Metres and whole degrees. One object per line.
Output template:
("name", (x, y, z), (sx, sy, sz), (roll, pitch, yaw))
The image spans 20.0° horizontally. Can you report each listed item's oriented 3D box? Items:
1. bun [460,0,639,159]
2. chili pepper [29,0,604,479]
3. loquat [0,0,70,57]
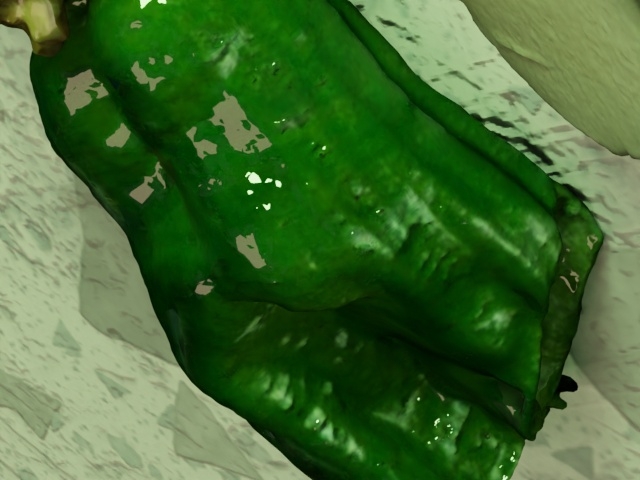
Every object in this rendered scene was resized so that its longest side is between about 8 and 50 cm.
("bun", (0.124, -0.124, 0.688), (0.173, 0.120, 0.173), (47, 172, 8))
("chili pepper", (-0.003, 0.006, 0.915), (0.385, 0.167, 0.213), (52, 147, -16))
("loquat", (-0.159, -0.199, 0.799), (0.213, 0.213, 0.246), (-24, 82, 54))
